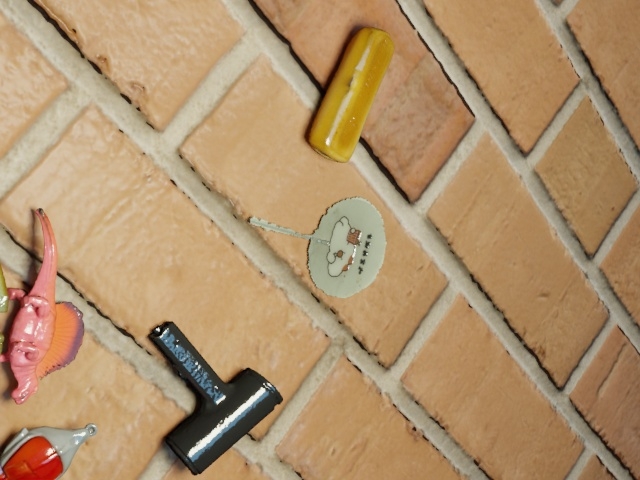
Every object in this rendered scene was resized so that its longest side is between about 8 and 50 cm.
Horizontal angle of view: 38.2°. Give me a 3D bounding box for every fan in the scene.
[{"bbox_3d":[0.000,0.000,1.657,0.329,0.009,0.190,14,93,-40],"label":"fan"}]

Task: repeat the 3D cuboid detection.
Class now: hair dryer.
[{"bbox_3d":[-0.203,0.238,1.530,0.197,0.089,0.251,-40,111,-20],"label":"hair dryer"}]

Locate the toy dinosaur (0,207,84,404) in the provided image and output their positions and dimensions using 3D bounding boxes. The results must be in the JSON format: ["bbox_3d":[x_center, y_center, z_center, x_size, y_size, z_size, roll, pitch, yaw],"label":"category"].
[{"bbox_3d":[-0.395,0.105,1.368,0.139,0.070,0.286,17,86,-48],"label":"toy dinosaur"}]

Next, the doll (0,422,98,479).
[{"bbox_3d":[-0.436,0.333,1.369,0.227,0.075,0.102,-30,107,-17],"label":"doll"}]

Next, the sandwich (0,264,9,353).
[{"bbox_3d":[-0.490,0.116,1.274,0.090,0.088,0.244,5,97,-41],"label":"sandwich"}]

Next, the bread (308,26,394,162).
[{"bbox_3d":[0.052,-0.255,1.601,0.092,0.074,0.239,29,82,-44],"label":"bread"}]
